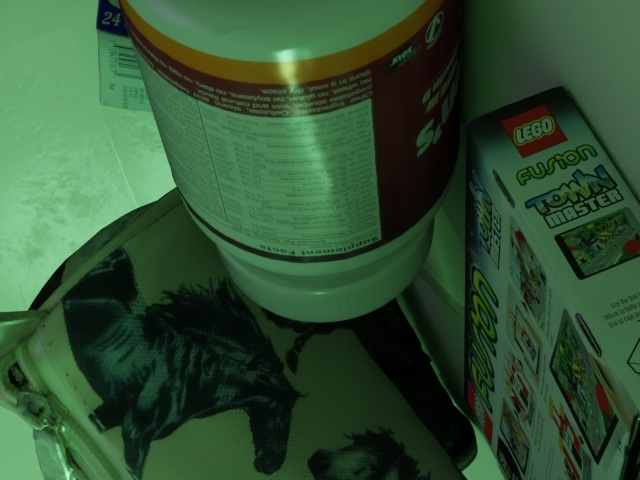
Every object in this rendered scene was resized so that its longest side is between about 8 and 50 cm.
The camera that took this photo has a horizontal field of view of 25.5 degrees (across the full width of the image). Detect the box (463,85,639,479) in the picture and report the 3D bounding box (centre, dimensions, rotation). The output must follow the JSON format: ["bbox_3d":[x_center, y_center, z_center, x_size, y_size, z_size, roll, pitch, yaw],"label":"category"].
[{"bbox_3d":[0.090,0.052,0.507,0.207,0.036,0.114,81,166,-59],"label":"box"}]

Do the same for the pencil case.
[{"bbox_3d":[-0.001,0.170,0.690,0.410,0.183,0.160,54,141,2],"label":"pencil case"}]

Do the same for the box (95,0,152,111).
[{"bbox_3d":[-0.089,-0.158,0.840,0.126,0.072,0.137,122,154,-75],"label":"box"}]

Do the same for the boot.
[{"bbox_3d":[0.000,0.000,0.827,0.263,0.091,0.229,-131,26,-56],"label":"boot"}]

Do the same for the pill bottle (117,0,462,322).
[{"bbox_3d":[-0.006,-0.061,0.550,0.221,0.121,0.121,81,166,-60],"label":"pill bottle"}]
